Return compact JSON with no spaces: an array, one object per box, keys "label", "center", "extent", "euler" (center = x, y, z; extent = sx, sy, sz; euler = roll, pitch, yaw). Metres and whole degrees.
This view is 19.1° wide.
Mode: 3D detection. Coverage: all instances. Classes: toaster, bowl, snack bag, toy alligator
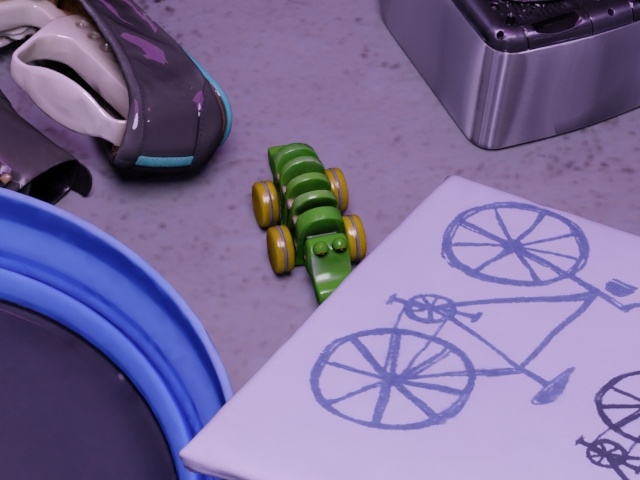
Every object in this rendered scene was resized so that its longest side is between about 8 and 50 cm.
[{"label":"toaster","center":[0.148,-0.161,1.255],"extent":[0.168,0.110,0.186],"euler":[-19,53,-19]},{"label":"bowl","center":[-0.236,0.133,0.993],"extent":[0.391,0.077,0.391],"euler":[2,49,-2]},{"label":"snack bag","center":[0.150,0.085,0.996],"extent":[0.342,0.037,0.323],"euler":[17,35,22]},{"label":"toy alligator","center":[0.000,0.000,1.142],"extent":[0.056,0.051,0.190],"euler":[-10,51,-12]}]

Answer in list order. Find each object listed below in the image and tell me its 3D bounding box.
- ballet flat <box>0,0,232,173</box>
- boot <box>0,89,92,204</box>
[{"label":"ballet flat","center":[-0.169,-0.142,1.215],"extent":[0.096,0.095,0.280],"euler":[-21,53,-37]},{"label":"boot","center":[-0.241,-0.054,1.130],"extent":[0.137,0.077,0.198],"euler":[39,39,20]}]
